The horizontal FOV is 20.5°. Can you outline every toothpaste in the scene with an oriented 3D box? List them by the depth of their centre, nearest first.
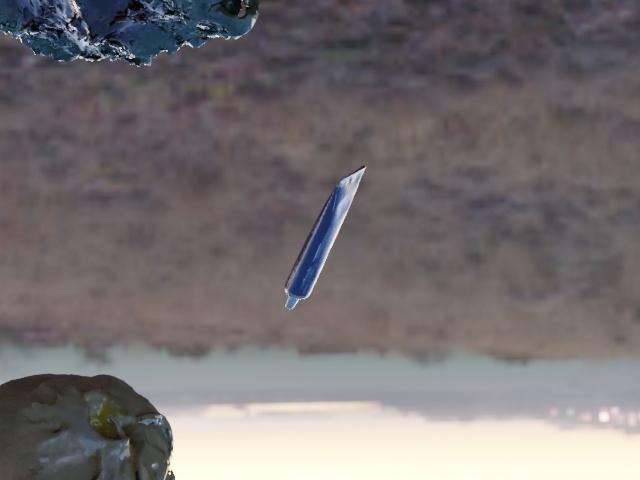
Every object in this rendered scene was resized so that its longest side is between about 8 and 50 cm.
[{"bbox_3d":[0.000,0.000,1.346,0.021,0.140,0.037,36,-144,15],"label":"toothpaste"}]

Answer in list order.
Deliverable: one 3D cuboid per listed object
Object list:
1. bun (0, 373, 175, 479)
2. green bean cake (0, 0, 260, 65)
[{"bbox_3d":[-0.249,0.229,1.819,0.239,0.239,0.141,4,137,-42],"label":"bun"},{"bbox_3d":[-0.146,-0.188,1.254,0.208,0.193,0.107,-26,135,21],"label":"green bean cake"}]
